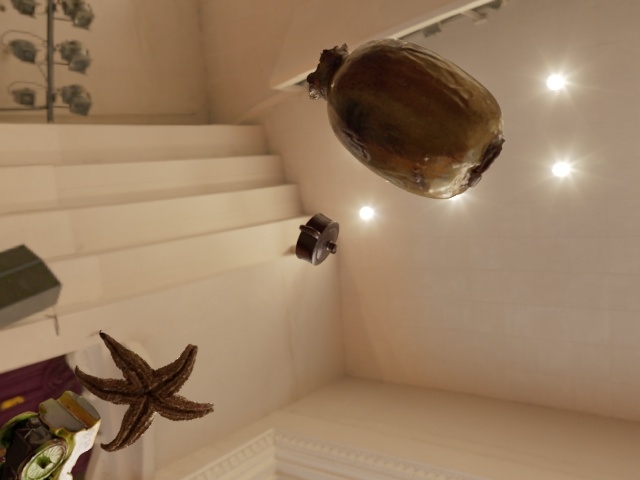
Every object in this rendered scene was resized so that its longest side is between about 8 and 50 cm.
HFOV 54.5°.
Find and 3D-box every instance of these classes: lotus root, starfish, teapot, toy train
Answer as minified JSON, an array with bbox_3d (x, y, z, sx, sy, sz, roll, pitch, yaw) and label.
[{"bbox_3d":[0.082,-0.155,0.722,0.278,0.154,0.154,38,-61,22],"label":"lotus root"},{"bbox_3d":[-0.292,0.249,1.019,0.227,0.043,0.240,35,-85,-2],"label":"starfish"},{"bbox_3d":[0.000,0.000,0.810,0.045,0.100,0.067,25,-96,21],"label":"teapot"},{"bbox_3d":[-0.479,0.398,1.044,0.100,0.161,0.296,34,-67,19],"label":"toy train"}]
